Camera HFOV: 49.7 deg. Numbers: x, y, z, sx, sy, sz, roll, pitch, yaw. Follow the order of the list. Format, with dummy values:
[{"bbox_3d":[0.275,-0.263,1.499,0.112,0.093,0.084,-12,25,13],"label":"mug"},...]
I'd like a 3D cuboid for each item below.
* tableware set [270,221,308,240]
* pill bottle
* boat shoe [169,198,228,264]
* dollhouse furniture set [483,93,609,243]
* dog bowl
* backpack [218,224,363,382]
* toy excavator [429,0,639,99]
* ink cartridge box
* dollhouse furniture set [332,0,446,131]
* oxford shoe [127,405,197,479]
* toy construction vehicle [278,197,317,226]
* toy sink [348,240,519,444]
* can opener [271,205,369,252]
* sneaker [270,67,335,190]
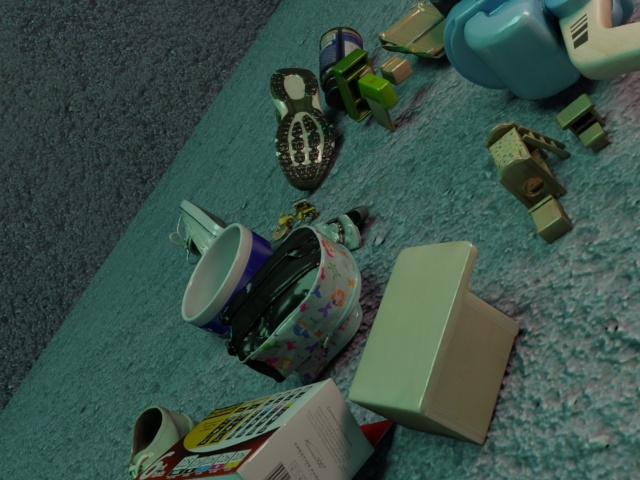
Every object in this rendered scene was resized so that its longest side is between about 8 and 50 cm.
[{"bbox_3d":[-0.096,0.014,1.671,0.169,0.020,0.141,1,59,61],"label":"tableware set"},{"bbox_3d":[0.057,-0.460,1.861,0.123,0.123,0.219,-31,46,39],"label":"pill bottle"},{"bbox_3d":[-0.360,-0.007,2.047,0.156,0.136,0.367,-57,35,1],"label":"boat shoe"},{"bbox_3d":[0.339,-0.123,0.994,0.161,0.101,0.182,-41,28,26],"label":"dollhouse furniture set"},{"bbox_3d":[-0.221,0.096,1.662,0.265,0.104,0.265,-44,28,30],"label":"dog bowl"},{"bbox_3d":[-0.036,0.110,1.246,0.253,0.191,0.225,-55,27,16],"label":"backpack"},{"bbox_3d":[0.379,-0.325,1.049,0.433,0.222,0.445,-29,37,39],"label":"toy excavator"},{"bbox_3d":[-0.088,0.317,1.024,0.309,0.130,0.272,-26,7,44],"label":"ink cartridge box"},{"bbox_3d":[0.211,-0.403,1.616,0.301,0.151,0.197,-41,44,-12],"label":"dollhouse furniture set"},{"bbox_3d":[-0.304,0.478,1.325,0.169,0.130,0.449,-48,27,9],"label":"oxford shoe"},{"bbox_3d":[-0.053,-0.061,1.663,0.098,0.035,0.086,-25,29,9],"label":"toy construction vehicle"},{"bbox_3d":[0.164,0.137,0.940,0.153,0.131,0.234,-10,55,56],"label":"toy sink"},{"bbox_3d":[0.000,0.000,1.487,0.093,0.074,0.280,-29,7,-42],"label":"can opener"},{"bbox_3d":[-0.045,-0.275,1.853,0.158,0.182,0.410,-5,54,0],"label":"sneaker"}]
